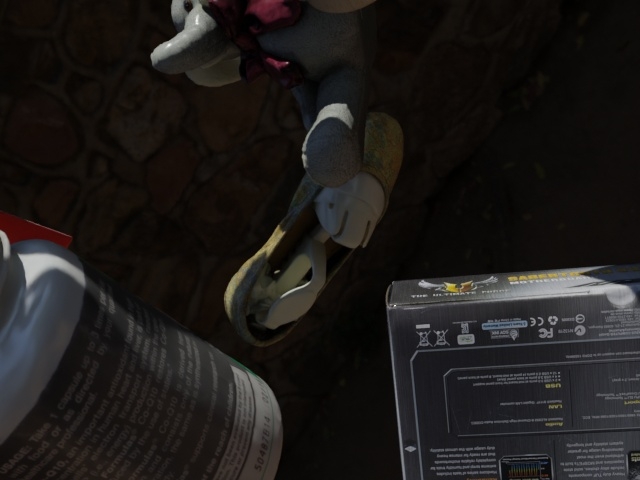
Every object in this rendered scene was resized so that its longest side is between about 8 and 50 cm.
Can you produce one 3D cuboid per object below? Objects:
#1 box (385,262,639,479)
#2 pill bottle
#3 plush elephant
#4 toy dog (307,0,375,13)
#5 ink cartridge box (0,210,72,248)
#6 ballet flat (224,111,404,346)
[{"bbox_3d":[0.157,0.106,0.423,0.056,0.231,0.183,-54,-43,-76],"label":"box"},{"bbox_3d":[-0.217,0.128,0.675,0.204,0.361,0.204,-26,42,27],"label":"pill bottle"},{"bbox_3d":[-0.075,-0.252,0.911,0.330,0.255,0.272,-74,-23,-48],"label":"plush elephant"},{"bbox_3d":[-0.029,-0.335,0.637,0.161,0.220,0.334,-38,72,-8],"label":"toy dog"},{"bbox_3d":[-0.500,0.067,1.016,0.261,0.296,0.066,-54,42,12],"label":"ink cartridge box"},{"bbox_3d":[0.000,0.000,1.013,0.348,0.123,0.123,-51,34,18],"label":"ballet flat"}]
